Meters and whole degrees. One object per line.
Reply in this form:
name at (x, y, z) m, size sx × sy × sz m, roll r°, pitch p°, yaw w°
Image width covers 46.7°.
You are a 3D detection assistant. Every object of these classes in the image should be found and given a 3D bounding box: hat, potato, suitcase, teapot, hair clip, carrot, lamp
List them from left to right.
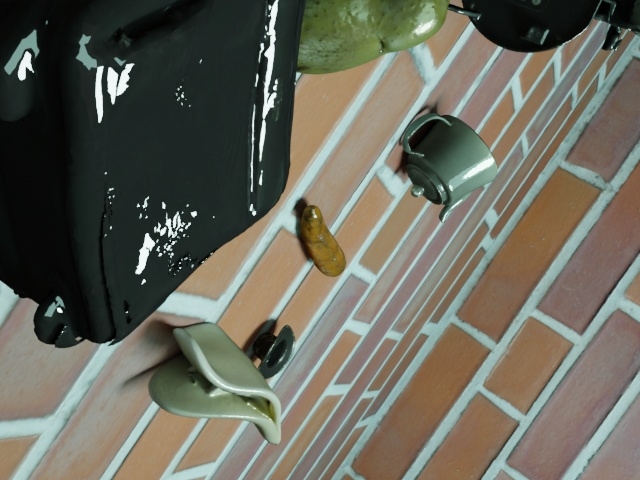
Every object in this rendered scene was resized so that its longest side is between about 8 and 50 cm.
suitcase at (-0.142, -0.121, 0.602) m, size 0.339 × 0.188 × 0.345 m, roll -46°, pitch 157°, yaw -39°
hair clip at (-0.148, 0.203, 1.111) m, size 0.113 × 0.172 × 0.282 m, roll -49°, pitch 149°, yaw 7°
hat at (-0.094, 0.201, 1.355) m, size 0.121 × 0.050 × 0.121 m, roll -44°, pitch 152°, yaw -31°
carrot at (0.000, 0.000, 1.250) m, size 0.059 × 0.059 × 0.248 m, roll -51°, pitch 156°, yaw -12°
potato at (0.035, -0.246, 0.761) m, size 0.157 × 0.194 × 0.157 m, roll 3°, pitch 90°, yaw -77°
teapot at (0.227, -0.142, 1.429) m, size 0.149 × 0.162 × 0.239 m, roll -39°, pitch 132°, yaw -9°
lamp at (0.313, -0.393, 1.105) m, size 0.272 × 0.374 × 0.205 m, roll -90°, pitch -162°, yaw -67°
